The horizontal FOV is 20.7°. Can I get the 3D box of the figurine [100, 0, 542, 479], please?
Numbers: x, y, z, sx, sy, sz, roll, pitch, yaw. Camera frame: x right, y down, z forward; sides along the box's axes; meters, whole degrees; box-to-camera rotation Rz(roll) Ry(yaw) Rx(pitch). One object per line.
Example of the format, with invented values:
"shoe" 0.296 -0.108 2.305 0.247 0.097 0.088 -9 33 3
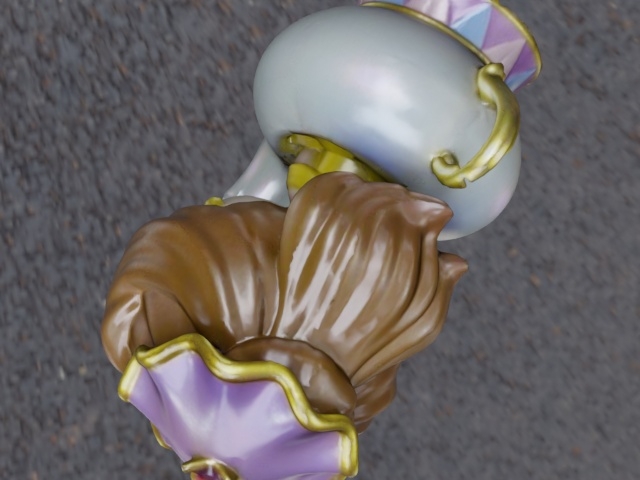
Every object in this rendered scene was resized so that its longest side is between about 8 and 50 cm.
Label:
"figurine" 0.000 0.000 0.806 0.142 0.189 0.263 38 71 -21
